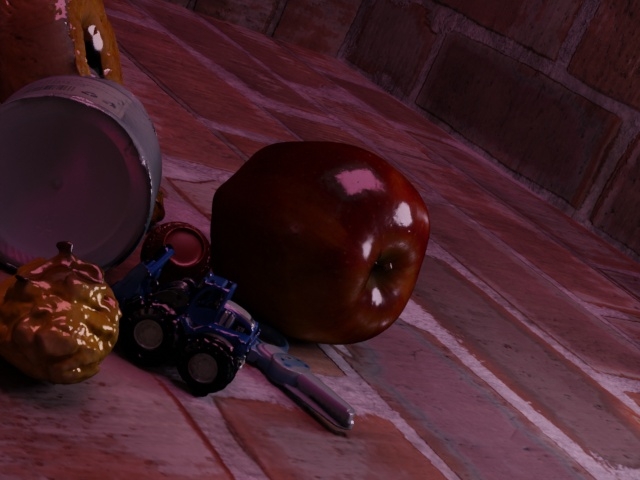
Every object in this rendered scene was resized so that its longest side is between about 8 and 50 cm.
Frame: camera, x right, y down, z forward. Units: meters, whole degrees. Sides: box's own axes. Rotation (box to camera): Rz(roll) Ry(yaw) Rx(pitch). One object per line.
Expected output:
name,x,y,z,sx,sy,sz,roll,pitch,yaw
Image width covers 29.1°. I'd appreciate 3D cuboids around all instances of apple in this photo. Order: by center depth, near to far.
apple,0.000,0.000,1.738,0.317,0.288,0.288,22,10,39

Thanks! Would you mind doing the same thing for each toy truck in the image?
toy truck,-0.176,0.085,1.475,0.208,0.126,0.113,25,16,2

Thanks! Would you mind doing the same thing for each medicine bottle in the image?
medicine bottle,-0.327,-0.100,1.640,0.245,0.245,0.290,23,14,-7

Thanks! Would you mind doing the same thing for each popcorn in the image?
popcorn,-0.284,0.083,1.315,0.148,0.152,0.167,-8,21,-29

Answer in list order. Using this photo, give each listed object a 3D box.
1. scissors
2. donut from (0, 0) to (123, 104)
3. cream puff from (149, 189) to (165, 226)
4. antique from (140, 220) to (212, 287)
scissors,-0.044,0.167,1.586,0.125,0.030,0.256,8,19,-47
donut,-0.419,-0.276,1.966,0.150,0.317,0.299,-10,28,11
cream puff,-0.274,-0.055,1.905,0.083,0.058,0.083,30,18,25
antique,-0.199,0.023,1.701,0.104,0.104,0.104,23,16,-7
